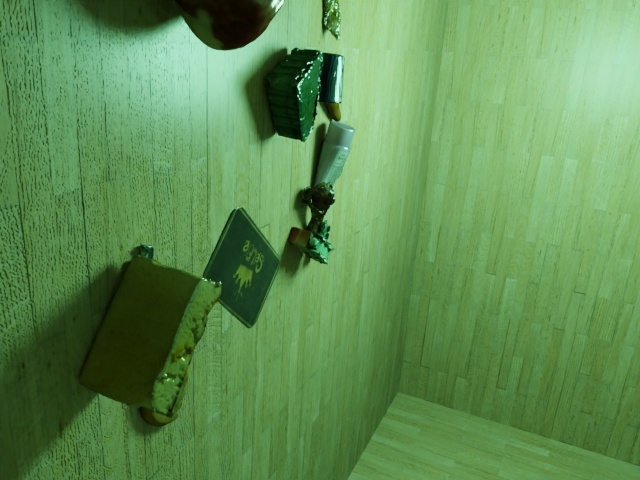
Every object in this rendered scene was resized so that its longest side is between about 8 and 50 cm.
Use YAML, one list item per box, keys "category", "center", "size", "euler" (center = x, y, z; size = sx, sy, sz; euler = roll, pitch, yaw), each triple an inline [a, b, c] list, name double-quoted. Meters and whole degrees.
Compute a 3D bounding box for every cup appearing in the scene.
- category: "cup"
  center: [0.006, -0.483, 1.681]
  size: [0.150, 0.113, 0.138]
  euler: [-24, 121, -66]

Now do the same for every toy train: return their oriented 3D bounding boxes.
- category: "toy train"
  center: [0.000, 0.000, 1.984]
  size: [0.038, 0.071, 0.148]
  euler: [12, 90, -30]
- category: "toy train"
  center: [-0.027, 0.019, 1.870]
  size: [0.074, 0.118, 0.176]
  euler: [-67, 160, -12]

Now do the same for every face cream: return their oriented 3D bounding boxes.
- category: "face cream"
  center: [0.037, -0.261, 1.926]
  size: [0.154, 0.096, 0.273]
  euler: [-33, 144, -64]

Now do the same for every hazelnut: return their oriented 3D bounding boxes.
- category: "hazelnut"
  center: [-0.167, -0.502, 1.084]
  size: [0.261, 0.241, 0.261]
  euler: [-10, 90, -84]

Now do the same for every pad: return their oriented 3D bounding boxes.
- category: "pad"
  center: [-0.174, 0.063, 1.595]
  size: [0.375, 0.063, 0.315]
  euler: [60, 46, -60]

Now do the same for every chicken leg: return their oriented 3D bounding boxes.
- category: "chicken leg"
  center: [-0.006, -0.114, 1.876]
  size: [0.125, 0.080, 0.196]
  euler: [-31, 144, -21]

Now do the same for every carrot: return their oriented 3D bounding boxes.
- category: "carrot"
  center: [0.039, -0.456, 1.860]
  size: [0.209, 0.061, 0.061]
  euler: [67, 40, -61]

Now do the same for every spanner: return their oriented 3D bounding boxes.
- category: "spanner"
  center: [-0.353, 0.127, 1.253]
  size: [0.071, 0.017, 0.302]
  euler: [-55, 150, -36]

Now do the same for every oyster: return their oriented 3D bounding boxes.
- category: "oyster"
  center: [0.035, -0.709, 1.744]
  size: [0.122, 0.045, 0.146]
  euler: [38, 65, -51]

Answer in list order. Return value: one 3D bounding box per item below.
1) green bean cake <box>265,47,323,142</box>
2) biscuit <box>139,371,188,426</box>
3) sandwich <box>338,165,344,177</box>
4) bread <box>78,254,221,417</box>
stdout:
- category: "green bean cake"
  center: [-0.062, -0.401, 1.567]
  size: [0.208, 0.107, 0.193]
  euler: [81, 27, -44]
- category: "biscuit"
  center: [-0.358, 0.333, 1.311]
  size: [0.144, 0.033, 0.224]
  euler: [2, 102, -66]
- category: "sandwich"
  center: [0.064, -0.270, 2.048]
  size: [0.069, 0.026, 0.101]
  euler: [44, 61, -66]
- category: "bread"
  center: [-0.326, 0.181, 1.106]
  size: [0.274, 0.185, 0.114]
  euler: [-71, 157, -10]
